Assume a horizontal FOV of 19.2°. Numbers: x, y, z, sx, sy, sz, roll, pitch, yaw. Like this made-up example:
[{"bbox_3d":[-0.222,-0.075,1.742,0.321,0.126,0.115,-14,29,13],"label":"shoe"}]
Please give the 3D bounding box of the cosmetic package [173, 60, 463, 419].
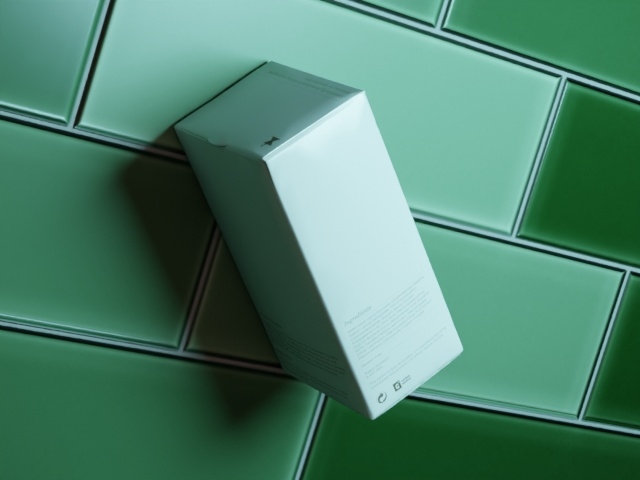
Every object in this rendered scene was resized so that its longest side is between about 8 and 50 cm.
[{"bbox_3d":[0.000,0.000,2.146,0.155,0.197,0.366,-34,123,-22],"label":"cosmetic package"}]
